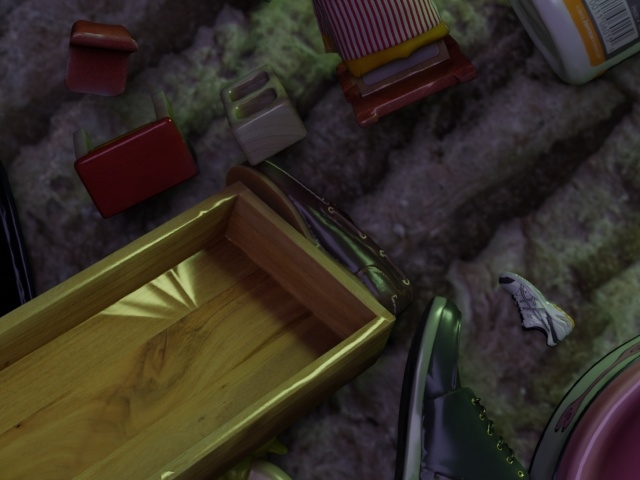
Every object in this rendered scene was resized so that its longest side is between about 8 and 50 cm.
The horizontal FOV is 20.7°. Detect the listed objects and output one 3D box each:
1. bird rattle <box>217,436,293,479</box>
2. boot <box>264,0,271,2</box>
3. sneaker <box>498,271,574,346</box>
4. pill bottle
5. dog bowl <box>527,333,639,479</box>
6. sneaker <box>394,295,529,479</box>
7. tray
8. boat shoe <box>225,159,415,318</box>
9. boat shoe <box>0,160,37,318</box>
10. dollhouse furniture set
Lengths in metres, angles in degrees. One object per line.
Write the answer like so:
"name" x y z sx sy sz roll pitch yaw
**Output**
"bird rattle" -0.060 0.264 1.576 0.207 0.143 0.253 -41 90 11
"boot" -0.125 -0.341 1.687 0.258 0.095 0.123 34 92 13
"sneaker" 0.191 0.063 1.601 0.083 0.032 0.037 41 87 13
"pill bottle" 0.308 -0.273 1.583 0.278 0.162 0.162 -30 77 1
"dog bowl" 0.372 0.250 1.481 0.408 0.150 0.408 -1 80 7
"sneaker" 0.133 0.165 1.576 0.118 0.083 0.222 8 80 -4
"tray" -0.146 0.115 1.471 0.203 0.076 0.411 41 47 19
"boat shoe" 0.000 0.000 1.626 0.207 0.073 0.073 48 51 10
"boat shoe" -0.287 0.128 1.577 0.156 0.187 0.500 -25 70 4
"dollhouse furniture set" -0.071 -0.174 1.576 0.374 0.152 0.201 -26 114 2
